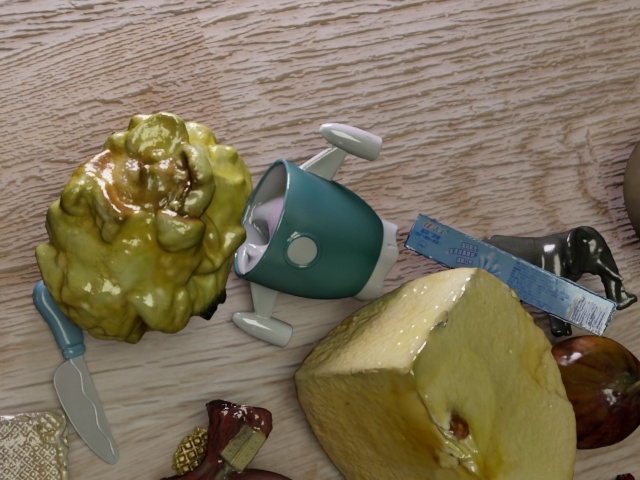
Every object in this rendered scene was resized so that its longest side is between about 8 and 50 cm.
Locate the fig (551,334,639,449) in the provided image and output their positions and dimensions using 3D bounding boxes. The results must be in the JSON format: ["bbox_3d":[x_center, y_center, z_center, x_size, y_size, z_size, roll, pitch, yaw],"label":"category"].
[{"bbox_3d":[0.371,0.200,1.698,0.149,0.202,0.148,-15,102,-50],"label":"fig"}]

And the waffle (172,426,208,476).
[{"bbox_3d":[-0.143,0.281,1.630,0.085,0.016,0.078,37,80,-7],"label":"waffle"}]

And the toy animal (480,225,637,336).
[{"bbox_3d":[0.297,0.056,1.719,0.245,0.114,0.146,-2,84,-15],"label":"toy animal"}]

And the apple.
[{"bbox_3d":[0.158,0.222,1.595,0.314,0.252,0.309,-32,112,5],"label":"apple"}]

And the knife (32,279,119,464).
[{"bbox_3d":[-0.303,0.163,1.596,0.058,0.032,0.244,-15,89,-40],"label":"knife"}]

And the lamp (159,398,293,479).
[{"bbox_3d":[-0.082,0.326,1.560,0.223,0.151,0.215,38,89,-18],"label":"lamp"}]

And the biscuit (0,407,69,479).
[{"bbox_3d":[-0.418,0.260,1.540,0.239,0.062,0.108,-2,82,-16],"label":"biscuit"}]

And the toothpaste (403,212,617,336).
[{"bbox_3d":[0.238,0.042,1.647,0.272,0.066,0.053,24,94,5],"label":"toothpaste"}]

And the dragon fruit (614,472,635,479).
[{"bbox_3d":[0.411,0.381,1.733,0.097,0.063,0.131,-26,90,-16],"label":"dragon fruit"}]

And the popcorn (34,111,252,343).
[{"bbox_3d":[-0.207,-0.018,1.543,0.215,0.252,0.286,21,71,28],"label":"popcorn"}]

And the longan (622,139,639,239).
[{"bbox_3d":[0.530,-0.070,1.748,0.248,0.248,0.248,2,82,-14],"label":"longan"}]

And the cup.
[{"bbox_3d":[0.000,0.000,1.633,0.173,0.167,0.299,20,105,-19],"label":"cup"}]
